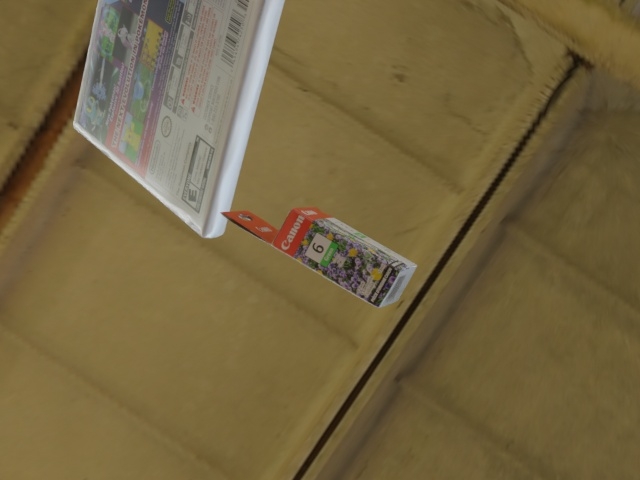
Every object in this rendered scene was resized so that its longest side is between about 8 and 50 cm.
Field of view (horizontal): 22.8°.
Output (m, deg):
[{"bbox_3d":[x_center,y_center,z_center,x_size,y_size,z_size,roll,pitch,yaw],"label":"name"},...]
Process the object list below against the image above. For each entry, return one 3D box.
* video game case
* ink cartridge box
[{"bbox_3d":[-0.105,-0.132,1.136,0.183,0.023,0.201,38,-57,39],"label":"video game case"},{"bbox_3d":[0.000,0.000,0.981,0.115,0.063,0.029,31,-82,10],"label":"ink cartridge box"}]
